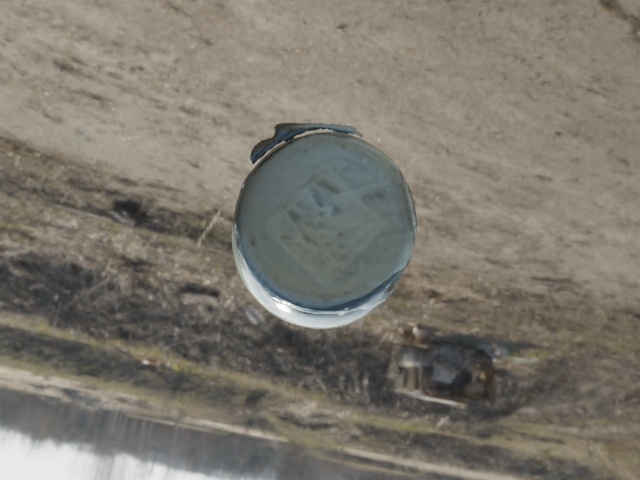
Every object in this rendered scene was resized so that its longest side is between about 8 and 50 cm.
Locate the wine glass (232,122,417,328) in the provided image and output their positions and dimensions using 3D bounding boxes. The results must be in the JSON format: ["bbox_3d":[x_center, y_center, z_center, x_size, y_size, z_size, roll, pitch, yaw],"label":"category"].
[{"bbox_3d":[0.000,0.000,0.506,0.111,0.111,0.204,11,172,-1],"label":"wine glass"}]
